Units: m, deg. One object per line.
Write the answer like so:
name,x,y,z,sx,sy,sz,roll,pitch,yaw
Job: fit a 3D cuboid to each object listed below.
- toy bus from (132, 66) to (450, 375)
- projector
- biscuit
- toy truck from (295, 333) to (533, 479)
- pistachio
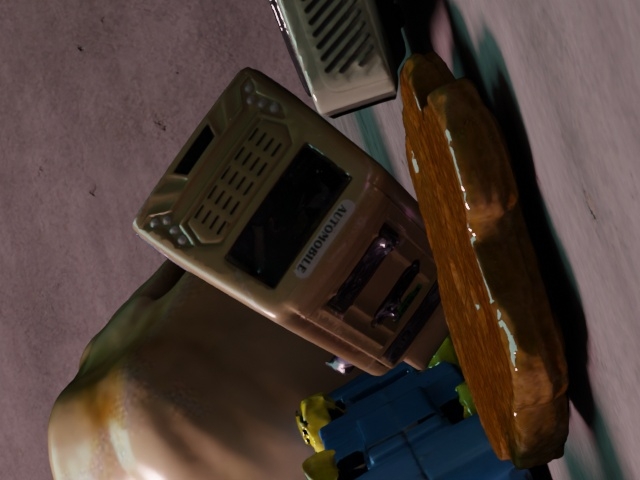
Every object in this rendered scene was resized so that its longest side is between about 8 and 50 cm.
toy bus,0.000,0.000,1.107,0.157,0.139,0.289,35,178,21
projector,-0.009,-0.203,0.966,0.259,0.079,0.257,-54,-55,-85
biscuit,0.089,0.011,0.867,0.290,0.041,0.208,77,175,-59
toy truck,0.083,0.188,1.302,0.162,0.161,0.385,62,179,-9
pistachio,-0.058,0.175,1.606,0.281,0.445,0.365,-7,88,56
